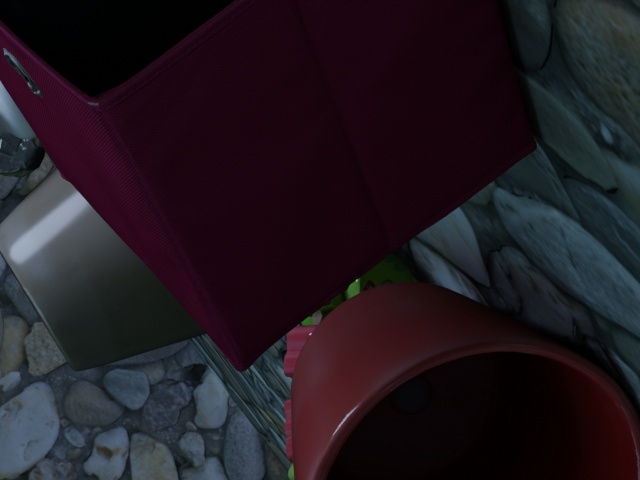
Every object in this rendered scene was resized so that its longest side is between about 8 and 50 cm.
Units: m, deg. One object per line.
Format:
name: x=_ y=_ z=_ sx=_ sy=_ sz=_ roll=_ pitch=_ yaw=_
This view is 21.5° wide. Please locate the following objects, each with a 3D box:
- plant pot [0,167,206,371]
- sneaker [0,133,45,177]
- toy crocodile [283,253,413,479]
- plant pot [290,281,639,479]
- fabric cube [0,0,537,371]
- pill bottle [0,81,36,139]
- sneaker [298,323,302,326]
plant pot: x=-0.214 y=0.004 z=1.960 sx=0.323 sy=0.280 sz=0.323 roll=55 pitch=170 yaw=15
sneaker: x=-0.367 y=-0.191 z=2.321 sx=0.182 sy=0.158 sz=0.410 roll=21 pitch=-158 yaw=-18
toy crocodile: x=0.011 y=0.116 z=1.559 sx=0.115 sy=0.105 sz=0.341 roll=-17 pitch=67 yaw=54
plant pot: x=0.095 y=0.163 z=1.359 sx=0.275 sy=0.275 sz=0.243 roll=58 pitch=179 yaw=-22
fabric cube: x=-0.057 y=-0.130 z=1.047 sx=0.254 sy=0.259 sz=0.258 roll=43 pitch=165 yaw=38
pill bottle: x=-0.326 y=-0.203 z=1.941 sx=0.136 sy=0.245 sz=0.136 roll=51 pitch=169 yaw=14
sneaker: x=-0.002 y=0.110 z=2.063 sx=0.058 sy=0.052 sz=0.135 roll=52 pitch=169 yaw=48
